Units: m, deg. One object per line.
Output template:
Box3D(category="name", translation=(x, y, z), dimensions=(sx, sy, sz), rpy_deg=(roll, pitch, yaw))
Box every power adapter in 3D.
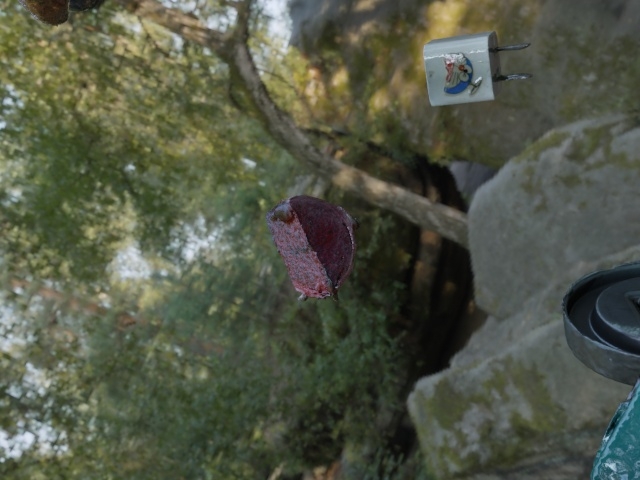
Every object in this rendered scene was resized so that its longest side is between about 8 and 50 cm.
Box3D(category="power adapter", translation=(0.324, -0.351, 1.735), dimensions=(0.125, 0.204, 0.130), rpy_deg=(-45, -53, -61))

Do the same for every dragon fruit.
Box3D(category="dragon fruit", translation=(0.000, 0.000, 1.137), dimensions=(0.096, 0.102, 0.147), rpy_deg=(-31, -76, -38))

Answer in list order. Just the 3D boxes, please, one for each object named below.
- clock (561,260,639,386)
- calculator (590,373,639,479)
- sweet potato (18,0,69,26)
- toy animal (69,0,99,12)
Box3D(category="clock", translation=(0.469, 0.109, 1.160), dimensions=(0.280, 0.280, 0.055), rpy_deg=(-52, -41, -58))
Box3D(category="calculator", translation=(0.300, 0.085, 0.453), dimensions=(0.058, 0.248, 0.274), rpy_deg=(31, -95, -49))
Box3D(category="sweet potato", translation=(-0.349, -0.337, 1.010), dimensions=(0.252, 0.097, 0.097), rpy_deg=(82, -149, -62))
Box3D(category="toy animal", translation=(-0.531, -0.496, 1.466), dimensions=(0.106, 0.343, 0.168), rpy_deg=(-133, 52, -61))
